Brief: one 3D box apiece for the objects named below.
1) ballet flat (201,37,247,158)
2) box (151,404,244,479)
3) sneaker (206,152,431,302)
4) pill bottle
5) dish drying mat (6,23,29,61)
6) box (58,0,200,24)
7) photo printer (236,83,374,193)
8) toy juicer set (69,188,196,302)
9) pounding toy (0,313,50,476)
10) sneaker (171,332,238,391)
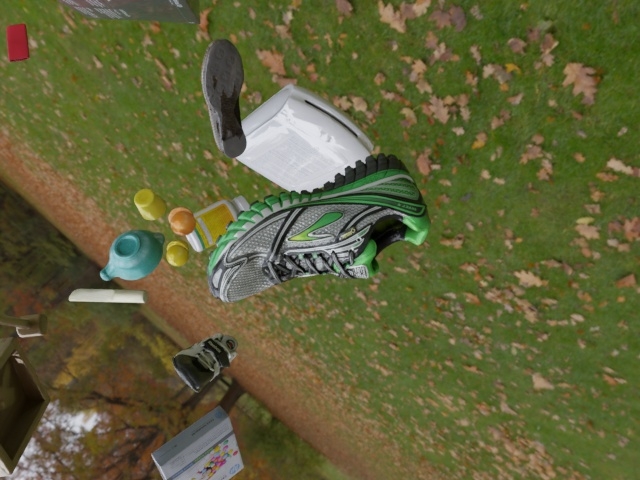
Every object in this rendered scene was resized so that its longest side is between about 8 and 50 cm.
[{"bbox_3d":[-0.183,-0.264,0.948,0.058,0.084,0.249,48,155,31],"label":"ballet flat"},{"bbox_3d":[-0.228,0.422,0.964,0.038,0.145,0.186,34,141,37],"label":"box"},{"bbox_3d":[0.000,0.000,0.722,0.146,0.344,0.134,60,173,30],"label":"sneaker"},{"bbox_3d":[-0.323,-0.060,1.595,0.117,0.209,0.117,48,157,29],"label":"pill bottle"},{"bbox_3d":[-0.505,-0.330,0.840,0.008,0.032,0.083,102,150,-61],"label":"dish drying mat"},{"bbox_3d":[-0.469,-0.656,1.225,0.343,0.313,0.178,-118,30,-74],"label":"box"},{"bbox_3d":[-0.046,-0.229,1.178,0.256,0.107,0.308,29,155,-26],"label":"photo printer"},{"bbox_3d":[-0.419,0.044,1.216,0.209,0.328,0.089,20,159,16],"label":"toy juicer set"},{"bbox_3d":[-0.456,0.179,0.686,0.206,0.094,0.181,-97,-1,-60],"label":"pounding toy"},{"bbox_3d":[-0.314,0.325,1.432,0.122,0.146,0.330,50,179,1],"label":"sneaker"}]
